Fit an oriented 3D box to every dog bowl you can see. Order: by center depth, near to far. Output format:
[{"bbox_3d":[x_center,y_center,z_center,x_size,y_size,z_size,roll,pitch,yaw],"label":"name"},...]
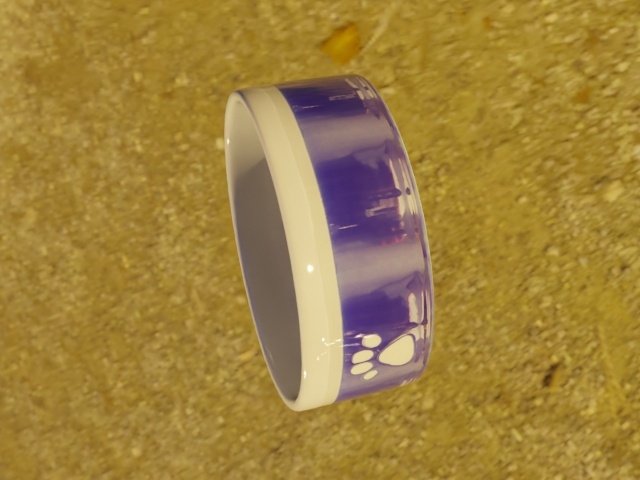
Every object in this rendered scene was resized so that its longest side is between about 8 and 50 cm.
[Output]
[{"bbox_3d":[0.000,0.000,0.937,0.265,0.104,0.265,169,90,-78],"label":"dog bowl"}]
